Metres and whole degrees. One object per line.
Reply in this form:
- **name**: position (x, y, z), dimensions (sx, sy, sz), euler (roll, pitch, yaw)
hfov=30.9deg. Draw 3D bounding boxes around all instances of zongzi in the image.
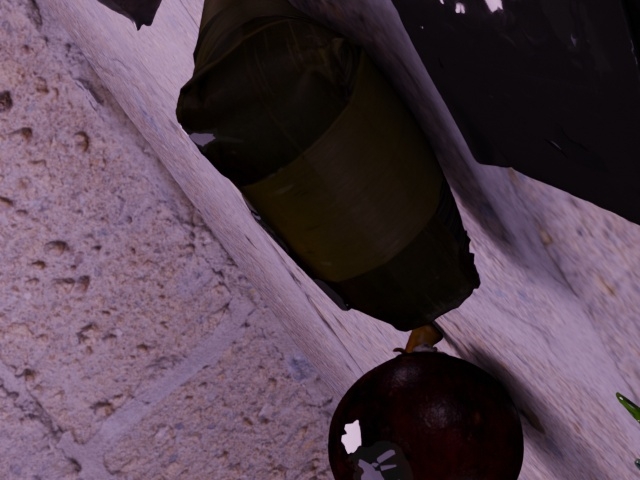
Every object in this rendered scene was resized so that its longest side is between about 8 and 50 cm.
- **zongzi**: position (0.004, -0.095, 1.019), dimensions (0.289, 0.154, 0.317), euler (53, -169, -31)

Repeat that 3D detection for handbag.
- **handbag**: position (0.115, -0.099, 0.544), dimensions (0.223, 0.080, 0.247), euler (38, 164, 54)

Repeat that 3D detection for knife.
- **knife**: position (0.278, 0.172, 0.969), dimensions (0.078, 0.022, 0.166), euler (31, 161, 47)

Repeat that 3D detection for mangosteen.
- **mangosteen**: position (0.119, 0.209, 1.375), dimensions (0.235, 0.235, 0.261), euler (63, -161, -51)

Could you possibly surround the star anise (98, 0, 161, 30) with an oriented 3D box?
- **star anise**: position (-0.227, -0.352, 1.139), dimensions (0.359, 0.139, 0.316), euler (15, 154, 48)

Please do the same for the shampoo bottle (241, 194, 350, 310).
- **shampoo bottle**: position (0.000, 0.000, 1.475), dimensions (0.246, 0.079, 0.080), euler (44, 169, 36)
